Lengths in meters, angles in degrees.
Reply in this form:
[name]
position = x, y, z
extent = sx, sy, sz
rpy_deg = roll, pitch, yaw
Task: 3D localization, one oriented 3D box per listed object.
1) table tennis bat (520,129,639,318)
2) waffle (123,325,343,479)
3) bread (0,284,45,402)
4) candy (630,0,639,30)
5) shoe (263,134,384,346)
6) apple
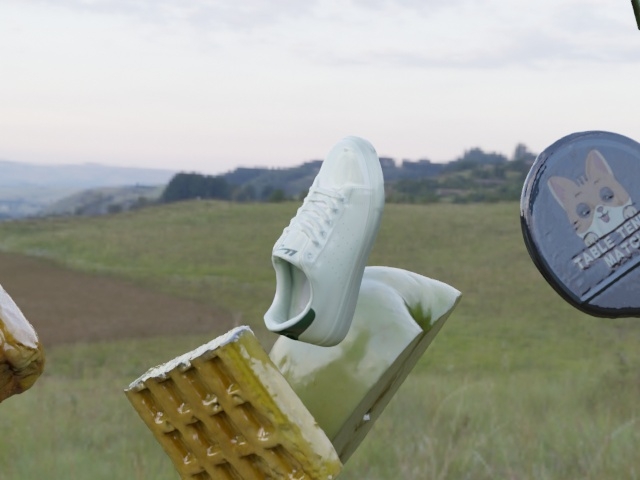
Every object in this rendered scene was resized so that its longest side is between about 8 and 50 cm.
[table tennis bat]
position = 0.251, 0.020, 0.749
extent = 0.150, 0.236, 0.027
rpy_deg = -31, -3, -18
[waffle]
position = -0.115, 0.239, 1.200
extent = 0.247, 0.221, 0.055
rpy_deg = -28, 9, 41
[bread]
position = -0.578, 0.101, 1.485
extent = 0.148, 0.195, 0.344
rpy_deg = -32, 66, -32
[candy]
position = 0.439, -0.365, 1.330
extent = 0.077, 0.073, 0.262
rpy_deg = 37, 2, 31
[shoe]
position = 0.000, 0.000, 1.133
extent = 0.110, 0.265, 0.095
rpy_deg = 5, 4, -43
[apple]
position = 0.057, 0.221, 1.409
extent = 0.320, 0.360, 0.312
rpy_deg = 17, 30, -27
